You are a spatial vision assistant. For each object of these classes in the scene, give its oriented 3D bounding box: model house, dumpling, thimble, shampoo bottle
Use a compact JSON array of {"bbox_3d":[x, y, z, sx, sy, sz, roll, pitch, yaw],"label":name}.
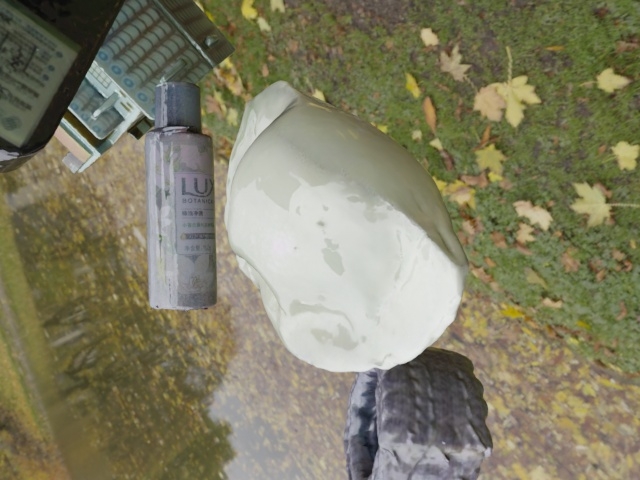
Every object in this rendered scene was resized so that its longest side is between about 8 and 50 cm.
[{"bbox_3d":[-0.251,-0.230,0.678,0.224,0.198,0.215,47,137,-16],"label":"model house"},{"bbox_3d":[0.000,0.000,0.442,0.252,0.131,0.179,44,116,34],"label":"dumpling"},{"bbox_3d":[0.082,0.168,0.543,0.150,0.097,0.150,-171,90,-80],"label":"thimble"},{"bbox_3d":[-0.134,-0.041,0.574,0.072,0.072,0.214,-2,89,56],"label":"shampoo bottle"}]

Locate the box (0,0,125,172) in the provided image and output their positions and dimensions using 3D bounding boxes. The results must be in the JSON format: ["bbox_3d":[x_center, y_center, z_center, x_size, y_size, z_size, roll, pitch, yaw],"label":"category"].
[{"bbox_3d":[-0.304,-0.211,0.369,0.058,0.211,0.350,-12,143,44],"label":"box"}]
